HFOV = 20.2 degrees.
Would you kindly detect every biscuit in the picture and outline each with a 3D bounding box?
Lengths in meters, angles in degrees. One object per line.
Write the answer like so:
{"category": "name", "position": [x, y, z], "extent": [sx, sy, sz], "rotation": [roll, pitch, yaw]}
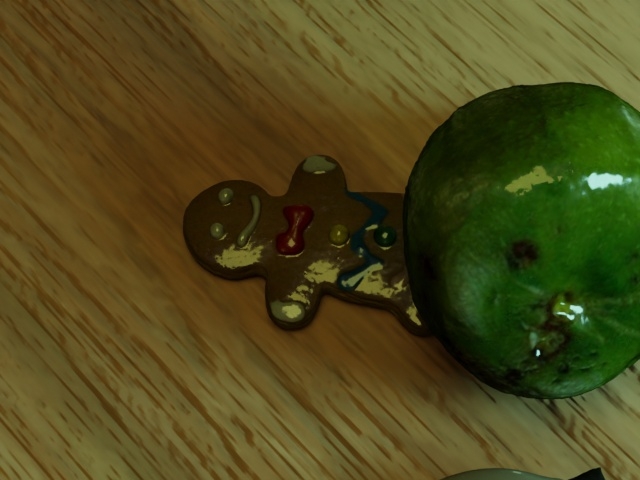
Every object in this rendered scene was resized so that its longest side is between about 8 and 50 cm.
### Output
{"category": "biscuit", "position": [0.000, 0.000, 1.276], "extent": [0.205, 0.031, 0.138], "rotation": [10, 64, 12]}

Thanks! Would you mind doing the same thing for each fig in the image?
{"category": "fig", "position": [0.131, -0.026, 1.215], "extent": [0.203, 0.203, 0.235], "rotation": [-23, 34, -7]}

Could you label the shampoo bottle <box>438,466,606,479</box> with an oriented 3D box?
{"category": "shampoo bottle", "position": [0.074, 0.215, 1.125], "extent": [0.257, 0.078, 0.127], "rotation": [-26, 52, -7]}
